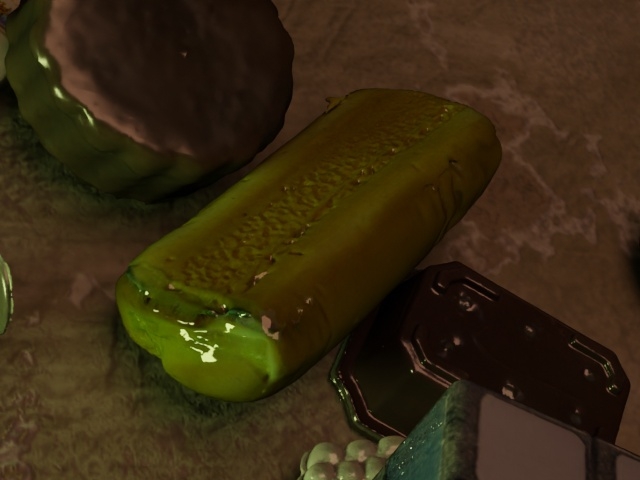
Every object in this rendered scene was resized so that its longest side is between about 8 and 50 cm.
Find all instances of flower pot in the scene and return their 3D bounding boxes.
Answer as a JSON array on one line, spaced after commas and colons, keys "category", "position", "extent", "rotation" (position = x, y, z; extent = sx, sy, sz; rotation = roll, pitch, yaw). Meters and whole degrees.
[{"category": "flower pot", "position": [0.146, 0.113, 1.320], "extent": [0.251, 0.084, 0.179], "rotation": [31, 51, -6]}]

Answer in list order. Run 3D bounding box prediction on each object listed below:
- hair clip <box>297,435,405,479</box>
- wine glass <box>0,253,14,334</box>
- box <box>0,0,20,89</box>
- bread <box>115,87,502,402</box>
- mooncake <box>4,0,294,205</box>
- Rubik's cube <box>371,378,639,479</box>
[{"category": "hair clip", "position": [0.067, 0.203, 1.195], "extent": [0.220, 0.054, 0.140], "rotation": [-5, 41, -7]}, {"category": "wine glass", "position": [-0.349, 0.050, 1.121], "extent": [0.262, 0.074, 0.074], "rotation": [-9, 64, -30]}, {"category": "box", "position": [-0.274, -0.196, 1.345], "extent": [0.122, 0.032, 0.220], "rotation": [39, 51, 2]}, {"category": "bread", "position": [0.000, 0.000, 1.298], "extent": [0.166, 0.112, 0.383], "rotation": [18, 40, 28]}, {"category": "mooncake", "position": [-0.141, -0.137, 1.305], "extent": [0.228, 0.124, 0.228], "rotation": [13, 62, -27]}, {"category": "Rubik's cube", "position": [0.132, 0.322, 1.001], "extent": [0.304, 0.305, 0.301], "rotation": [26, 40, -13]}]
